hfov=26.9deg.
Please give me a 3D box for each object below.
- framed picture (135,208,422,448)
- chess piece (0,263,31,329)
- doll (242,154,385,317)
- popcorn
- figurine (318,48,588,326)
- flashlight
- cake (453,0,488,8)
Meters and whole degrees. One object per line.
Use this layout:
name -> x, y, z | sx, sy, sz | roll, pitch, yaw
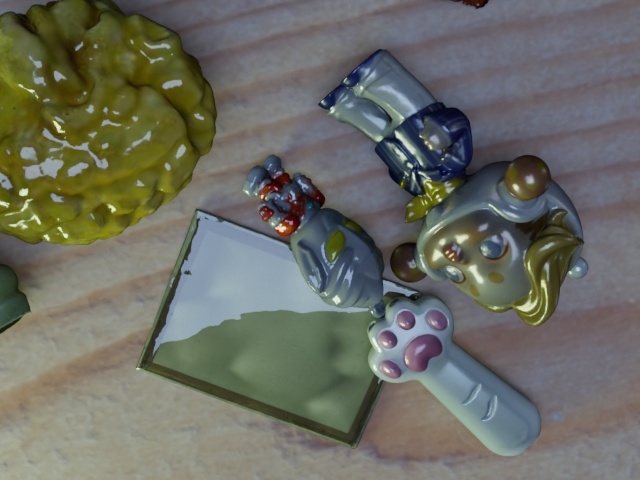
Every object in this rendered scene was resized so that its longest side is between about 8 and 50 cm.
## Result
framed picture -> -0.040, 0.086, 1.271 | 0.231, 0.010, 0.173 | 22, 101, -6
chess piece -> -0.399, -0.016, 1.173 | 0.176, 0.176, 0.298 | -31, 92, 5
doll -> 0.000, 0.000, 1.218 | 0.180, 0.094, 0.079 | 49, 135, -2
popcorn -> -0.208, -0.106, 1.124 | 0.226, 0.200, 0.203 | 5, 137, 21
figurine -> 0.115, -0.044, 1.197 | 0.274, 0.133, 0.194 | 33, 134, 14
flashlight -> 0.130, 0.133, 1.263 | 0.200, 0.047, 0.093 | 42, 96, -14
cake -> 0.115, -0.357, 1.153 | 0.158, 0.159, 0.262 | 15, 137, -6
